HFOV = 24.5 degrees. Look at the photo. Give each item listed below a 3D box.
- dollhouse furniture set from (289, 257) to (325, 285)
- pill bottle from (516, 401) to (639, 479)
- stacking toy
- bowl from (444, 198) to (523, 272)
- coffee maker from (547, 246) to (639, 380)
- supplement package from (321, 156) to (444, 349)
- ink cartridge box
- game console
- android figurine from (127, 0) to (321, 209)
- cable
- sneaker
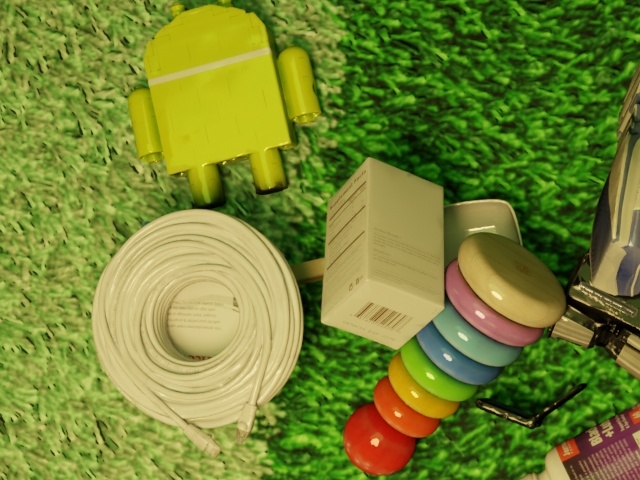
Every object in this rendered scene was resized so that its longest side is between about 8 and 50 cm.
[{"bbox_3d":[0.000,0.000,1.823,0.114,0.091,0.081,-13,67,14],"label":"dollhouse furniture set"},{"bbox_3d":[0.327,0.270,1.703,0.193,0.108,0.108,-29,79,8],"label":"pill bottle"},{"bbox_3d":[0.140,0.152,1.721,0.141,0.141,0.330,41,117,13],"label":"stacking toy"},{"bbox_3d":[0.178,0.026,1.788,0.142,0.053,0.142,-9,84,12],"label":"bowl"},{"bbox_3d":[0.377,0.077,1.718,0.178,0.120,0.171,30,72,12],"label":"coffee maker"},{"bbox_3d":[0.072,0.014,1.690,0.105,0.105,0.179,21,49,-21],"label":"supplement package"},{"bbox_3d":[-0.152,0.075,1.843,0.140,0.082,0.190,2,87,13],"label":"ink cartridge box"},{"bbox_3d":[0.247,0.181,1.722,0.107,0.122,0.071,21,89,14],"label":"game console"},{"bbox_3d":[-0.128,-0.182,1.875,0.248,0.056,0.272,-16,82,11],"label":"android figurine"},{"bbox_3d":[-0.142,0.095,1.753,0.257,0.089,0.257,30,91,14],"label":"cable"},{"bbox_3d":[0.423,-0.077,1.670,0.182,0.127,0.315,17,58,5],"label":"sneaker"}]
